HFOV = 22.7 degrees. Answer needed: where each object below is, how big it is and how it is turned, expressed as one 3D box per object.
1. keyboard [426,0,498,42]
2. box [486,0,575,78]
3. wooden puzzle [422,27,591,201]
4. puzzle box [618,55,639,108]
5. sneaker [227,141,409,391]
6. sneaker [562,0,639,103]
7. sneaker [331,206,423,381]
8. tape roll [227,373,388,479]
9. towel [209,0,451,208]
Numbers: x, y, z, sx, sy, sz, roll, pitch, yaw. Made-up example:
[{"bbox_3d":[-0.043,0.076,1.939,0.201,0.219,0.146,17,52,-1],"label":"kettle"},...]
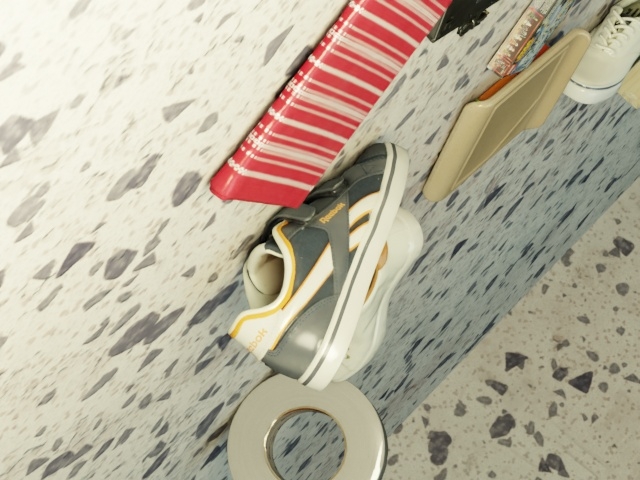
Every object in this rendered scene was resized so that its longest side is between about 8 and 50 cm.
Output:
[{"bbox_3d":[0.168,-0.264,1.683,0.180,0.023,0.108,-35,155,-41],"label":"keyboard"},{"bbox_3d":[0.267,-0.266,1.972,0.137,0.027,0.094,-55,166,27],"label":"box"},{"bbox_3d":[0.244,-0.173,2.147,0.239,0.044,0.221,-34,162,-31],"label":"wooden puzzle"},{"bbox_3d":[0.599,-0.361,2.487,0.272,0.052,0.409,-48,178,28],"label":"puzzle box"},{"bbox_3d":[0.000,0.000,1.711,0.126,0.127,0.321,-56,-170,52],"label":"sneaker"},{"bbox_3d":[0.417,-0.287,2.285,0.258,0.094,0.091,-48,161,-44],"label":"sneaker"},{"bbox_3d":[0.026,0.080,2.061,0.123,0.106,0.290,-22,145,-42],"label":"sneaker"},{"bbox_3d":[-0.017,0.291,2.223,0.219,0.219,0.072,-47,168,-4],"label":"tape roll"},{"bbox_3d":[0.011,-0.143,1.506,0.275,0.031,0.199,-53,164,10],"label":"towel"}]
